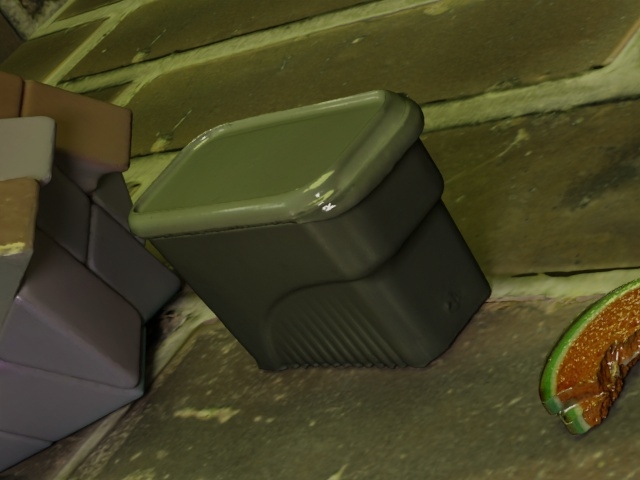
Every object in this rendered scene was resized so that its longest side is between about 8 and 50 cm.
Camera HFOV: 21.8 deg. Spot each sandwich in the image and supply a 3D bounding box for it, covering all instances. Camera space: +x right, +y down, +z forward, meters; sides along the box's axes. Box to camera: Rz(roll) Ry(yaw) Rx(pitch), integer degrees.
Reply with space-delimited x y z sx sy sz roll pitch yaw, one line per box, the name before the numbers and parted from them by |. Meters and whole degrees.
sandwich | 0.189 0.065 1.055 0.135 0.029 0.067 -41 28 -12

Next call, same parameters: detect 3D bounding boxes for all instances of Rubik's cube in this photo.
Rubik's cube | -0.346 0.030 1.494 0.387 0.368 0.358 -29 39 20

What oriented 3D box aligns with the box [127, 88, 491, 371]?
box | 0.000 0.000 1.258 0.274 0.178 0.138 -4 39 52
